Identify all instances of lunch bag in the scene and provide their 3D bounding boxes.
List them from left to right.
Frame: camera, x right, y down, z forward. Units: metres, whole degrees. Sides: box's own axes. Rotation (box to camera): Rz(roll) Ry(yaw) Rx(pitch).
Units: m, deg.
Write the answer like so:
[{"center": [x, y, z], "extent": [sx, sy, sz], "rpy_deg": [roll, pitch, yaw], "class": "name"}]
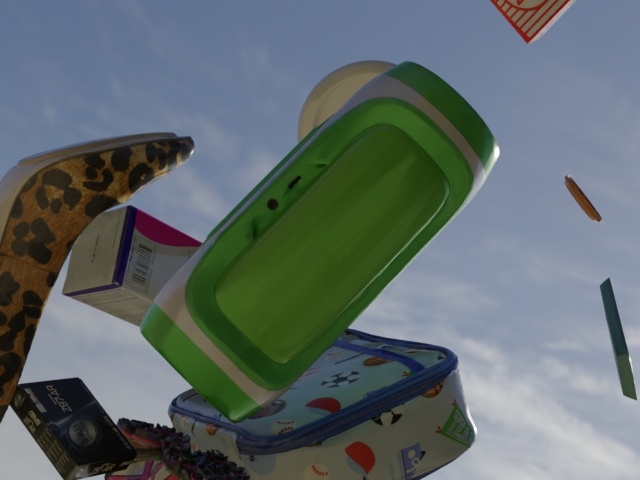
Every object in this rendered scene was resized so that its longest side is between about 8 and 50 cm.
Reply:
[{"center": [-0.002, 0.166, 1.160], "extent": [0.303, 0.243, 0.115], "rpy_deg": [7, -62, 65], "class": "lunch bag"}]

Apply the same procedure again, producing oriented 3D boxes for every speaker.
[{"center": [0.000, 0.000, 0.938], "extent": [0.131, 0.296, 0.131], "rpy_deg": [44, -6, 6], "class": "speaker"}]

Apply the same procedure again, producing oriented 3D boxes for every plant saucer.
[{"center": [0.371, -0.058, 1.699], "extent": [0.083, 0.013, 0.083], "rpy_deg": [49, 13, -16], "class": "plant saucer"}, {"center": [0.362, 0.118, 1.464], "extent": [0.018, 0.192, 0.067], "rpy_deg": [-11, -66, 12], "class": "plant saucer"}]

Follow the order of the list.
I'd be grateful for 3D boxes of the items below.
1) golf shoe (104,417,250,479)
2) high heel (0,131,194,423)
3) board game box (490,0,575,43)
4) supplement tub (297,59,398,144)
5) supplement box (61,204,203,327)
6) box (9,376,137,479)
[{"center": [-0.112, 0.197, 0.923], "extent": [0.067, 0.086, 0.186], "rpy_deg": [17, -4, -31], "class": "golf shoe"}, {"center": [-0.192, 0.027, 0.904], "extent": [0.093, 0.261, 0.186], "rpy_deg": [1, -70, 60], "class": "high heel"}, {"center": [0.319, -0.401, 1.716], "extent": [0.147, 0.045, 0.193], "rpy_deg": [51, -46, 9], "class": "board game box"}, {"center": [0.075, -0.129, 1.640], "extent": [0.191, 0.191, 0.272], "rpy_deg": [27, -1, 6], "class": "supplement tub"}, {"center": [-0.218, 0.051, 1.598], "extent": [0.114, 0.111, 0.220], "rpy_deg": [-11, -29, 39], "class": "supplement box"}, {"center": [-0.186, 0.140, 0.896], "extent": [0.083, 0.018, 0.067], "rpy_deg": [47, 22, 25], "class": "box"}]
